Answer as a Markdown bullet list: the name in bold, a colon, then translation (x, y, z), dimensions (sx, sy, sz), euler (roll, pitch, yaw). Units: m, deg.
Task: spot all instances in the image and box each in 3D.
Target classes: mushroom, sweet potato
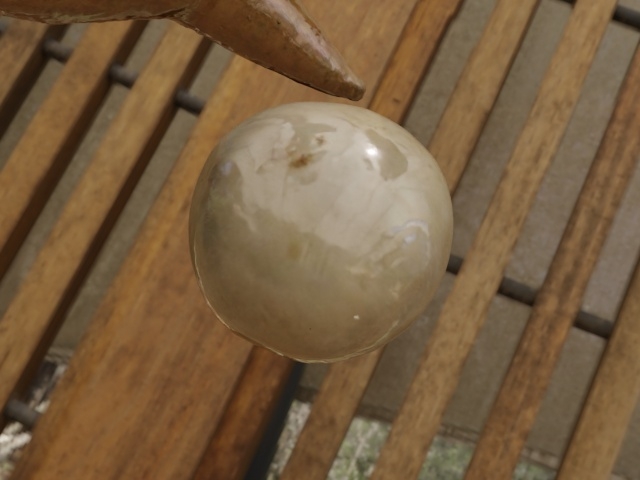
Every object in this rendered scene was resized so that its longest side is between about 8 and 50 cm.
- **mushroom**: translation (0.000, 0.000, 0.777), dimensions (0.204, 0.204, 0.204), euler (24, -17, 7)
- **sweet potato**: translation (-0.099, -0.117, 0.414), dimensions (0.281, 0.059, 0.067), euler (6, 39, -31)
